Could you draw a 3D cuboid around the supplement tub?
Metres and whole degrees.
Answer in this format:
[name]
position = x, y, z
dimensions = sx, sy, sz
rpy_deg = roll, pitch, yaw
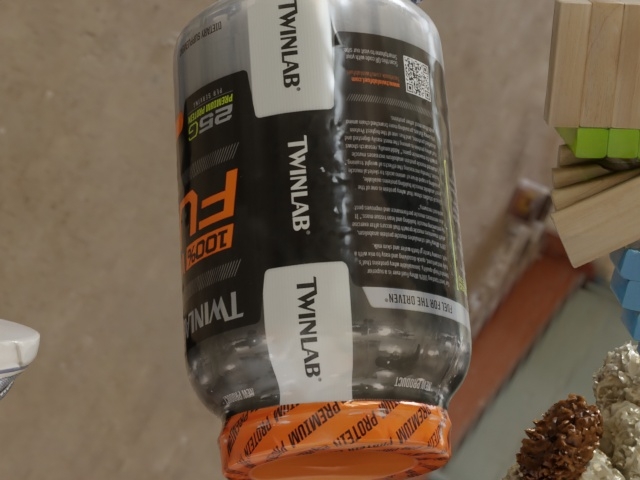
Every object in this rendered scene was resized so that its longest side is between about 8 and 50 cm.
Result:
[supplement tub]
position = 0.000, 0.000, 1.231
dimensions = 0.207, 0.207, 0.338
rpy_deg = 37, 45, -62

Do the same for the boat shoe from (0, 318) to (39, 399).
[boat shoe]
position = -0.359, 0.158, 1.491
dimensions = 0.340, 0.127, 0.158
rpy_deg = -15, 118, -73

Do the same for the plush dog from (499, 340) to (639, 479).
[plush dog]
position = 0.241, 0.240, 1.461
dimensions = 0.225, 0.210, 0.262
rpy_deg = -2, 120, -30

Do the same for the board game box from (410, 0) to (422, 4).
[board game box]
position = 0.044, -0.298, 2.122
dimensions = 0.060, 0.194, 0.194
rpy_deg = 63, 22, -20

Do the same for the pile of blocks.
[pile of blocks]
position = 0.238, -0.014, 1.180
dimensions = 0.112, 0.149, 0.362
rpy_deg = -97, 166, -74
